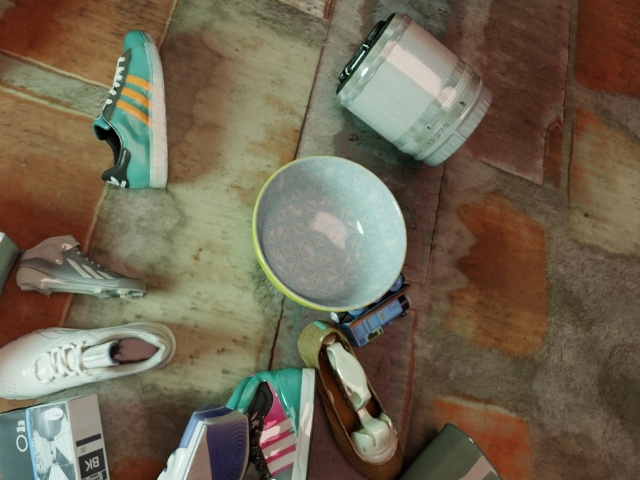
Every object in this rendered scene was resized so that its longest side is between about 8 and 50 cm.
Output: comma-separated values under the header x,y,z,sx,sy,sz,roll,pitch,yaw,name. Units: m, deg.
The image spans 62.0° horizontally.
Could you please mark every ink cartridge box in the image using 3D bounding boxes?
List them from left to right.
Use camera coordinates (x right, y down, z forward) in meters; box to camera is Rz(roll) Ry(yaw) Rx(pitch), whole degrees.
x,y,z,sx,sy,sz,roll,pitch,yaw,name
-0.381,0.405,0.779,0.065,0.165,0.333,4,71,-66,ink cartridge box

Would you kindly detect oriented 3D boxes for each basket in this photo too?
x,y,z,sx,sy,sz,roll,pitch,yaw,name
0.210,0.491,0.984,0.227,0.154,0.204,-29,88,-20,basket

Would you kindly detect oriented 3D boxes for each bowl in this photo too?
x,y,z,sx,sy,sz,roll,pitch,yaw,name
0.000,0.000,1.007,0.289,0.156,0.289,5,74,-18,bowl

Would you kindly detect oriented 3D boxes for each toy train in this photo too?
x,y,z,sx,sy,sz,roll,pitch,yaw,name
0.106,0.132,1.065,0.184,0.080,0.105,-28,98,-25,toy train

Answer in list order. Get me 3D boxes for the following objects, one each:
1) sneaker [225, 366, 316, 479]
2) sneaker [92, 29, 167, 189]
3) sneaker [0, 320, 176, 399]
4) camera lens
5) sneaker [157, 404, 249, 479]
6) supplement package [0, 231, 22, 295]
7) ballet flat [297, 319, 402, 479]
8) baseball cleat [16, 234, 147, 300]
x,y,z,sx,sy,sz,roll,pitch,yaw,name
-0.104,0.347,0.880,0.178,0.124,0.295,5,55,1,sneaker
-0.349,-0.242,0.963,0.121,0.108,0.302,-3,80,-25,sneaker
-0.380,0.181,0.845,0.297,0.129,0.111,-10,84,-21,sneaker
0.188,-0.315,1.115,0.274,0.219,0.219,35,69,-10,camera lens
-0.234,0.400,0.802,0.127,0.182,0.315,22,79,-54,sneaker
-0.607,0.086,0.774,0.204,0.145,0.262,21,71,-15,supplement package
0.069,0.302,0.984,0.116,0.124,0.342,-24,87,-23,ballet flat
-0.396,0.045,0.901,0.206,0.072,0.109,7,69,-22,baseball cleat
